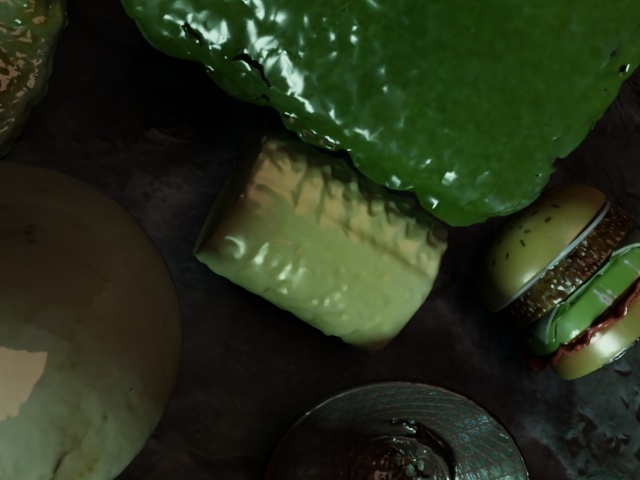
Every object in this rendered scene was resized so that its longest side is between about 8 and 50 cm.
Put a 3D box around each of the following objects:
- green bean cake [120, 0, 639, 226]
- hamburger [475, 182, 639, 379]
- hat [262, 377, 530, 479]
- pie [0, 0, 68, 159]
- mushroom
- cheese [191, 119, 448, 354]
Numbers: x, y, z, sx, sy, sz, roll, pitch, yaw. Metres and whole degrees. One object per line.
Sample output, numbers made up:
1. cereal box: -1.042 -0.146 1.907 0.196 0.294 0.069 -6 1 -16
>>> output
1. green bean cake: 0.066 -0.212 0.474 0.319 0.335 0.218 31 23 -13
2. hamburger: 0.217 0.025 0.598 0.137 0.175 0.175 46 59 5
3. hat: 0.053 0.178 0.512 0.193 0.082 0.193 0 103 1
4. pie: -0.294 -0.149 0.402 0.274 0.105 0.257 14 78 -24
5. mushroom: -0.187 0.059 0.358 0.226 0.178 0.226 8 33 -5
6. cheese: 0.000 0.000 0.514 0.167 0.094 0.123 29 89 -17
